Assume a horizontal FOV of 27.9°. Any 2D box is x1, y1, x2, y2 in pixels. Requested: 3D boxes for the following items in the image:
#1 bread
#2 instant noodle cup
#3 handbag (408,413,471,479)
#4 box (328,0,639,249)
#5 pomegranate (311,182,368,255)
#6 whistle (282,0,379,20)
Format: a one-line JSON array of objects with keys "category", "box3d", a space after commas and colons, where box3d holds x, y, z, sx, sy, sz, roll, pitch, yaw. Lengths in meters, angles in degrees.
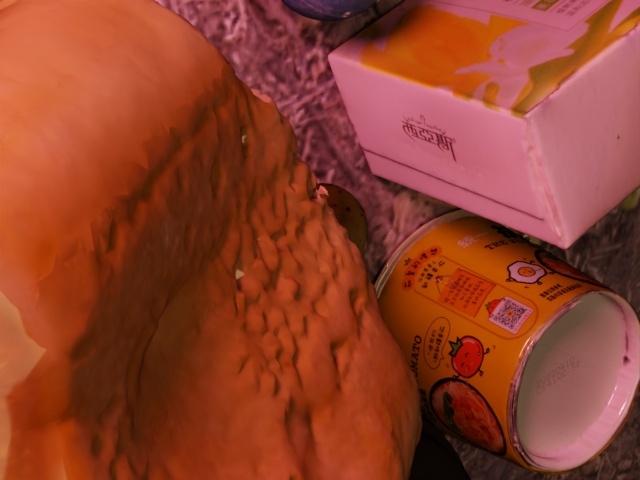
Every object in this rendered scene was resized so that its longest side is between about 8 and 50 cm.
[{"category": "bread", "box3d": [-0.135, 0.097, 0.595, 0.361, 0.250, 0.394, 60, 24, -21]}, {"category": "instant noodle cup", "box3d": [0.142, 0.081, 0.949, 0.182, 0.144, 0.182, -14, 114, -33]}, {"category": "handbag", "box3d": [-0.020, 0.243, 0.888, 0.308, 0.093, 0.254, -46, 129, -8]}, {"category": "box", "box3d": [0.167, -0.129, 0.858, 0.260, 0.194, 0.111, -40, 126, -20]}, {"category": "pomegranate", "box3d": [0.000, -0.004, 0.866, 0.084, 0.073, 0.073, -26, 130, -72]}, {"category": "whistle", "box3d": [-0.010, -0.173, 0.778, 0.158, 0.090, 0.090, -12, 114, -34]}]
